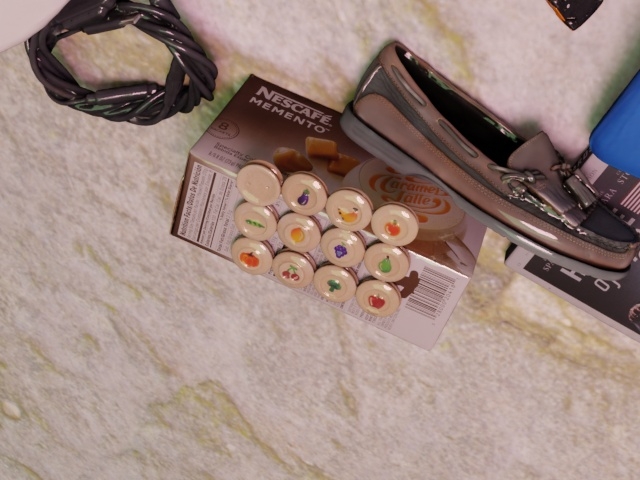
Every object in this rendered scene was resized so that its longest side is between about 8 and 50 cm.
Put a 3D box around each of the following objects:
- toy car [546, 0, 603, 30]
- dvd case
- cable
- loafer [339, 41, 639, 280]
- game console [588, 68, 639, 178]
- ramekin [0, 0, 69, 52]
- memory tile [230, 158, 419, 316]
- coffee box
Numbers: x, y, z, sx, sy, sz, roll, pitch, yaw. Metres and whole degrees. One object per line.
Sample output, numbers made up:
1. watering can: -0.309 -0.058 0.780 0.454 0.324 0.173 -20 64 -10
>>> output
1. toy car: 0.197 -0.214 0.654 0.040 0.060 0.122 52 122 37
2. dvd case: 0.305 0.016 0.781 0.238 0.029 0.179 29 131 -2
3. cable: -0.180 -0.161 0.819 0.184 0.047 0.150 -13 142 34
4. loafer: 0.140 -0.065 0.729 0.267 0.096 0.084 31 118 13
5. game console: 0.380 -0.121 0.627 0.293 0.173 0.250 24 95 2
6. ramekin: -0.289 -0.268 0.668 0.277 0.135 0.277 -3 133 -4
7. memory tile: 0.000 0.000 0.719 0.148 0.012 0.113 18 128 9
8. coffee box: 0.015 -0.028 0.793 0.246 0.141 0.098 25 131 4
